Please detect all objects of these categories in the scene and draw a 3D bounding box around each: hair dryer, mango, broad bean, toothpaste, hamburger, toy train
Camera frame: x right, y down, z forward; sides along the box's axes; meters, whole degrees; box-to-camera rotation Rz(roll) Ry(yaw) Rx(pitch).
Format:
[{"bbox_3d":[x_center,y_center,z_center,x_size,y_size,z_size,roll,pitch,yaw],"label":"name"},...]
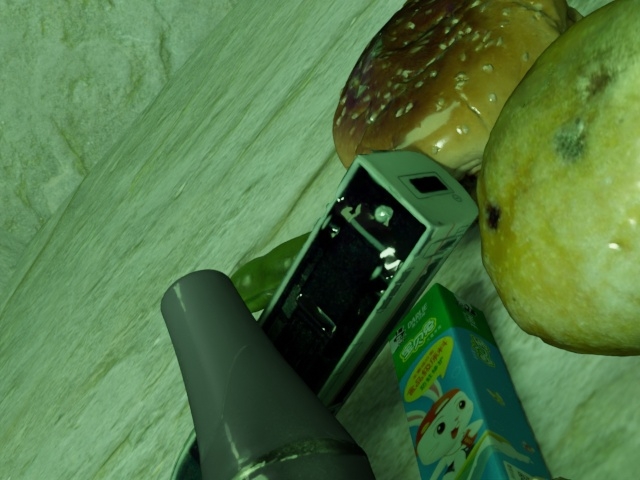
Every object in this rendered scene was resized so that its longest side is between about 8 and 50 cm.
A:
[{"bbox_3d":[-0.093,0.235,0.927,0.361,0.121,0.301,-61,42,30],"label":"hair dryer"},{"bbox_3d":[0.215,-0.055,0.620,0.329,0.176,0.176,-34,41,38],"label":"mango"},{"bbox_3d":[-0.002,0.006,1.236,0.318,0.056,0.098,-36,20,32],"label":"broad bean"},{"bbox_3d":[0.097,0.122,0.801,0.065,0.050,0.267,-52,18,18],"label":"toothpaste"},{"bbox_3d":[0.123,-0.133,1.038,0.243,0.146,0.286,-36,25,30],"label":"hamburger"},{"bbox_3d":[-0.014,0.104,0.983,0.088,0.086,0.407,-15,-35,-51],"label":"toy train"}]

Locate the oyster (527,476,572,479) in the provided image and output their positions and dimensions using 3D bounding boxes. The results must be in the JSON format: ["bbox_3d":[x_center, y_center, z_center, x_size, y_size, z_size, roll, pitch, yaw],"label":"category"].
[{"bbox_3d":[0.142,0.158,0.551,0.345,0.078,0.129,-33,49,47],"label":"oyster"}]
